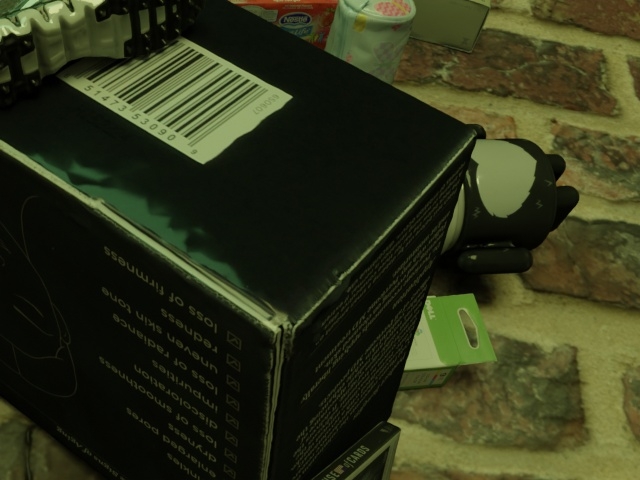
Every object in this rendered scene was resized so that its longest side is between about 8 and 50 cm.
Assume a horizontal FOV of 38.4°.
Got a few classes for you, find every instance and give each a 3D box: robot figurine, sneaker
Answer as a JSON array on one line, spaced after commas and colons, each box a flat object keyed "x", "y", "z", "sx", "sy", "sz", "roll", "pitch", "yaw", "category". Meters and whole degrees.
[{"x": 0.229, "y": -0.064, "z": 1.332, "sx": 0.278, "sy": 0.173, "sz": 0.209, "roll": -3, "pitch": 21, "yaw": -18, "category": "robot figurine"}, {"x": -0.207, "y": -0.191, "z": 0.752, "sx": 0.234, "sy": 0.078, "sz": 0.106, "roll": -29, "pitch": 60, "yaw": -28, "category": "sneaker"}]

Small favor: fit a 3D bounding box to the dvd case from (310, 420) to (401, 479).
[{"x": 0.005, "y": 0.303, "z": 0.927, "sx": 0.030, "sy": 0.179, "sz": 0.239, "roll": 19, "pitch": 19, "yaw": 24, "category": "dvd case"}]

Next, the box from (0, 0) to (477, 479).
[{"x": -0.157, "y": 0.023, "z": 0.938, "sx": 0.480, "sy": 0.471, "sz": 0.297, "roll": 32, "pitch": 51, "yaw": 18, "category": "box"}]

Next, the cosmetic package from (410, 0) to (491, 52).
[{"x": 0.233, "y": -0.505, "z": 1.712, "sx": 0.160, "sy": 0.113, "sz": 0.309, "roll": 14, "pitch": 50, "yaw": -5, "category": "cosmetic package"}]

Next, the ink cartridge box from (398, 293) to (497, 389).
[{"x": 0.115, "y": 0.136, "z": 1.221, "sx": 0.209, "sy": 0.062, "sz": 0.108, "roll": -3, "pitch": 55, "yaw": -18, "category": "ink cartridge box"}]

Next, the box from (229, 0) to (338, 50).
[{"x": -0.080, "y": -0.383, "z": 1.522, "sx": 0.257, "sy": 0.128, "sz": 0.122, "roll": -6, "pitch": 56, "yaw": -19, "category": "box"}]

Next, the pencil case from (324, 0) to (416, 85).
[{"x": 0.048, "y": -0.253, "z": 1.370, "sx": 0.124, "sy": 0.273, "sz": 0.113, "roll": -10, "pitch": 50, "yaw": -30, "category": "pencil case"}]
